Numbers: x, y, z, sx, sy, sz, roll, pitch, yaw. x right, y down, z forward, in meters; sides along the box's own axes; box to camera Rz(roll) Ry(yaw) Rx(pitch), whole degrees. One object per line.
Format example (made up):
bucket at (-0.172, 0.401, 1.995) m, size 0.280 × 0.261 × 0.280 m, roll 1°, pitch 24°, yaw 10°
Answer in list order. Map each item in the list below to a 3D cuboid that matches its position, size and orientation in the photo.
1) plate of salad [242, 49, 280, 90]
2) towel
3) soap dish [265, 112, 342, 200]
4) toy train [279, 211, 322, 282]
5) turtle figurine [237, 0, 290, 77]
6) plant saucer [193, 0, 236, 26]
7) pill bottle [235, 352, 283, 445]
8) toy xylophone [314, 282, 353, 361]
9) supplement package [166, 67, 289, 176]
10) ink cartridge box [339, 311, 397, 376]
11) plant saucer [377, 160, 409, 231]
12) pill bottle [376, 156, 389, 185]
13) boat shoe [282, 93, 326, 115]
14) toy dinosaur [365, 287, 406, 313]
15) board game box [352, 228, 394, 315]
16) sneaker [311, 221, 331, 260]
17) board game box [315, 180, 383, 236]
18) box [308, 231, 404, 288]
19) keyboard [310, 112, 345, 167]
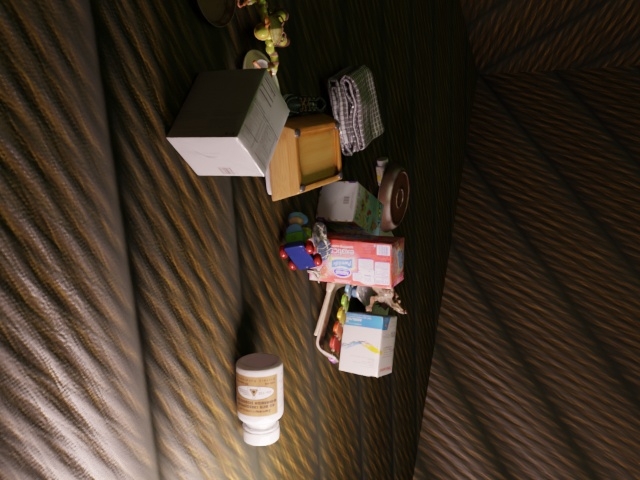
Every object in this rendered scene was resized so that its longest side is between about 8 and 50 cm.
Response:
plate of salad at (-0.166, -0.421, 1.610) m, size 0.200 × 0.048 × 0.199 m, roll 30°, pitch 56°, yaw -60°
towel at (0.129, -0.467, 2.081) m, size 0.235 × 0.121 × 0.283 m, roll -56°, pitch 137°, yaw -58°
soap dish at (-0.045, -0.257, 1.769) m, size 0.291 × 0.118 × 0.228 m, roll -25°, pitch 117°, yaw -52°
toy train at (-0.048, 0.025, 1.884) m, size 0.248 × 0.105 × 0.143 m, roll 58°, pitch 26°, yaw -57°
turtle figurine at (-0.135, -0.577, 1.566) m, size 0.217 × 0.087 × 0.269 m, roll -64°, pitch 140°, yaw -63°
plant saucer at (-0.261, -0.600, 1.407) m, size 0.168 × 0.029 × 0.168 m, roll -14°, pitch 106°, yaw -62°
pill bottle at (-0.168, 0.443, 1.637) m, size 0.131 × 0.131 × 0.229 m, roll -19°, pitch 111°, yaw -62°
toy xylophone at (0.051, 0.269, 2.064) m, size 0.236 × 0.081 × 0.322 m, roll 48°, pitch 55°, yaw -76°
supplement package at (-0.209, -0.274, 1.372) m, size 0.149 × 0.194 × 0.203 m, roll 57°, pitch 45°, yaw -53°
ink cartridge box at (0.190, 0.408, 2.327) m, size 0.171 × 0.168 × 0.232 m, roll 14°, pitch 81°, yaw -63°
plant saucer at (0.321, -0.184, 2.512) m, size 0.311 × 0.050 × 0.310 m, roll -33°, pitch 128°, yaw -56°
pill bottle at (0.272, -0.295, 2.511) m, size 0.065 × 0.065 × 0.116 m, roll -51°, pitch 138°, yaw -50°
boat shoe at (-0.054, -0.419, 1.798) m, size 0.183 × 0.083 × 0.065 m, roll -30°, pitch 120°, yaw -60°
toy dinosaur at (0.241, 0.174, 2.354) m, size 0.200 × 0.127 × 0.295 m, roll -18°, pitch 94°, yaw -73°
board game box at (0.242, 0.128, 2.530) m, size 0.390 × 0.050 × 0.389 m, roll 51°, pitch 49°, yaw -54°
sneaker at (0.000, 0.000, 1.930) m, size 0.052 × 0.058 × 0.135 m, roll -13°, pitch 107°, yaw -22°
board game box at (0.111, -0.105, 2.118) m, size 0.275 × 0.142 × 0.144 m, roll 30°, pitch 67°, yaw -61°
box at (0.122, 0.063, 1.985) m, size 0.142 × 0.300 × 0.154 m, roll -20°, pitch 111°, yaw -62°
keyboard at (0.017, -0.348, 2.018) m, size 0.317 × 0.033 × 0.201 m, roll -10°, pitch 104°, yaw -64°
